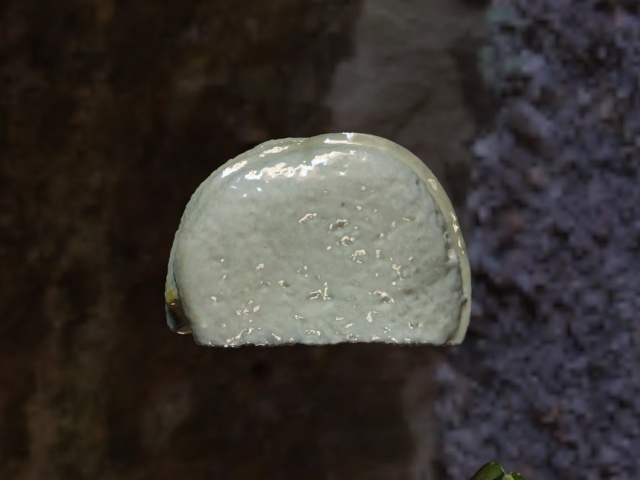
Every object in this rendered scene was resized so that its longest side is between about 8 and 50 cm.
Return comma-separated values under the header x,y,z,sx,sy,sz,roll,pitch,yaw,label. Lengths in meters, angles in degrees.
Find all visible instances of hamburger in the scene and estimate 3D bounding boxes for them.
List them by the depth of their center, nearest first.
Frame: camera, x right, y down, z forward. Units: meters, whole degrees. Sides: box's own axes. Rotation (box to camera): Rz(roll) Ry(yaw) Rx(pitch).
x,y,z,sx,sy,sz,roll,pitch,yaw,label
0.000,-0.001,0.694,0.054,0.121,0.084,-111,24,-86,hamburger

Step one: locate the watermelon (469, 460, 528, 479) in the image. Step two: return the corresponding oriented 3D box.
x,y,z,sx,sy,sz,roll,pitch,yaw,label
0.091,0.148,0.750,0.105,0.062,0.105,42,167,12,watermelon
